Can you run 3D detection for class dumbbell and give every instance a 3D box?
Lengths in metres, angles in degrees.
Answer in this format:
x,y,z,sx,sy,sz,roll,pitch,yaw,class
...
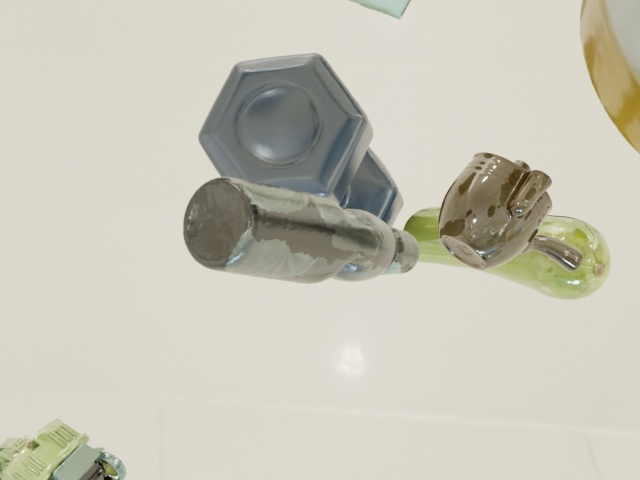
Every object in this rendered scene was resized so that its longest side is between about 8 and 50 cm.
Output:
x,y,z,sx,sy,sz,roll,pitch,yaw,class
-0.010,-0.068,1.413,0.144,0.316,0.156,-35,73,0,dumbbell

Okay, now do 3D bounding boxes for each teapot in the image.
x,y,z,sx,sy,sz,roll,pitch,yaw,class
0.138,-0.008,0.974,0.080,0.110,0.085,-53,18,-16,teapot

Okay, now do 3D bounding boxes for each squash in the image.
x,y,z,sx,sy,sz,roll,pitch,yaw,class
0.192,0.006,1.451,0.083,0.083,0.250,-35,29,-31,squash

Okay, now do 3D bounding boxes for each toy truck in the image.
x,y,z,sx,sy,sz,roll,pitch,yaw,class
-0.248,0.228,1.237,0.116,0.191,0.085,36,49,10,toy truck

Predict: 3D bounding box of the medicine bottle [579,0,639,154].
x,y,z,sx,sy,sz,roll,pitch,yaw,class
0.283,-0.161,0.772,0.238,0.232,0.237,2,67,-4,medicine bottle

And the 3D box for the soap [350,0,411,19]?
x,y,z,sx,sy,sz,roll,pitch,yaw,class
0.096,-0.389,1.800,0.115,0.198,0.063,17,30,-22,soap

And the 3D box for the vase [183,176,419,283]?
x,y,z,sx,sy,sz,roll,pitch,yaw,class
0.000,0.000,0.935,0.060,0.059,0.211,33,14,36,vase
